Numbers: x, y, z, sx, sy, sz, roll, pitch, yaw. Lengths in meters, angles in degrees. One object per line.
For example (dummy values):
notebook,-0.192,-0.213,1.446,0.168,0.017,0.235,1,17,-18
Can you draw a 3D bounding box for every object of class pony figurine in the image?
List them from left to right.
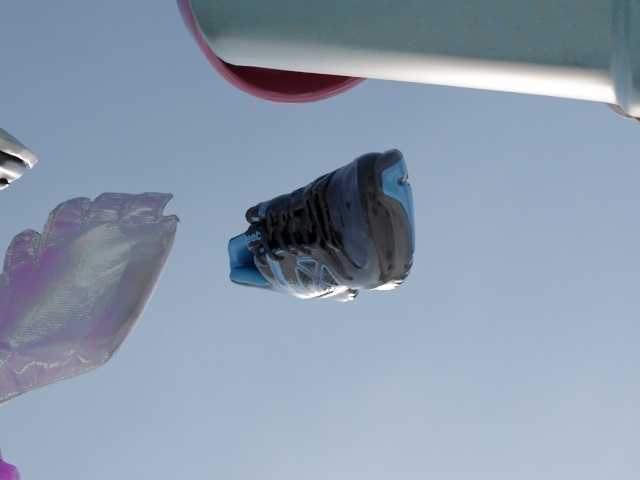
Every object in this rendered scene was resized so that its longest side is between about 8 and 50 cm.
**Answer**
pony figurine,-0.275,0.081,0.948,0.303,0.351,0.363,-23,-47,30

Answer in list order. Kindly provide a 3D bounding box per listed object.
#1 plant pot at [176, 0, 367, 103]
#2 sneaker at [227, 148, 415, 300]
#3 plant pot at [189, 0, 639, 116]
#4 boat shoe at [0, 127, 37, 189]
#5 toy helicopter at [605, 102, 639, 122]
plant pot,-0.035,-0.236,1.234,0.201,0.180,0.201,-13,-53,-18
sneaker,0.000,0.000,1.566,0.140,0.125,0.341,0,-16,-16
plant pot,0.102,-0.230,0.925,0.334,0.341,0.341,2,-47,11
boat shoe,-0.252,-0.049,1.083,0.084,0.233,0.079,33,-102,-12
toy helicopter,0.165,-0.148,1.146,0.355,0.235,0.140,-6,-51,-22
